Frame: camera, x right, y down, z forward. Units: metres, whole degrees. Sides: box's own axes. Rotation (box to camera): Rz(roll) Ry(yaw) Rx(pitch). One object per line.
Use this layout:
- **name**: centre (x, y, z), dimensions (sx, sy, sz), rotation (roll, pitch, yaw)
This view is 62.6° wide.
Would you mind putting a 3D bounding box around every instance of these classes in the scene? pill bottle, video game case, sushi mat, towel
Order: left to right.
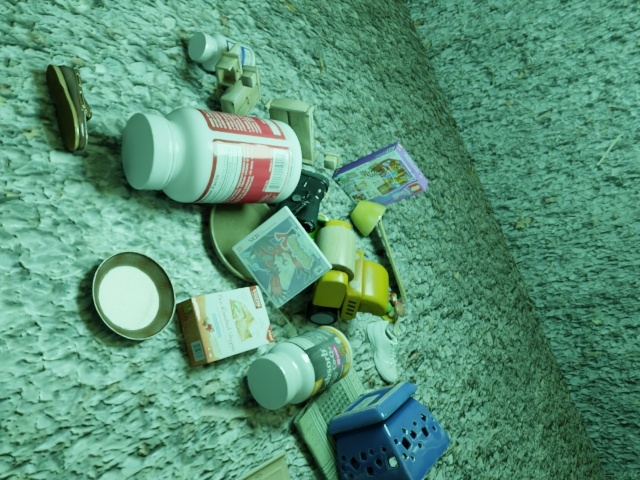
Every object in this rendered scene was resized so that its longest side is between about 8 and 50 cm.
- **pill bottle**: centre (-0.265, -0.208, 1.321), dimensions (0.407, 0.229, 0.229), rotation (-2, 73, -43)
- **pill bottle**: centre (-0.301, -0.561, 1.596), dimensions (0.186, 0.112, 0.112), rotation (2, 69, -52)
- **video game case**: centre (-0.101, 0.044, 1.371), dimensions (0.201, 0.183, 0.023), rotation (53, 8, -2)
- **pill bottle**: centre (-0.049, 0.331, 1.381), dimensions (0.278, 0.162, 0.162), rotation (-11, 80, -54)
- **towel**: centre (0.068, 0.555, 1.518), dimensions (0.312, 0.056, 0.324), rotation (-35, 102, -51)
- **sushi mat**: centre (0.270, 0.067, 1.996), dimensions (0.151, 0.019, 0.317), rotation (-43, 114, -79)

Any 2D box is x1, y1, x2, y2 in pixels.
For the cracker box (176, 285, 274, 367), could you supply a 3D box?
- **cracker box**: centre (-0.229, 0.205, 1.299), dimensions (0.232, 0.067, 0.156), rotation (-6, 76, -54)

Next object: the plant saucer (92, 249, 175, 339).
- **plant saucer**: centre (-0.407, 0.121, 1.140), dimensions (0.198, 0.036, 0.199), rotation (29, 50, -40)

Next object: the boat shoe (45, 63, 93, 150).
- **boat shoe**: centre (-0.542, -0.295, 1.164), dimensions (0.073, 0.073, 0.207), rotation (-6, 76, -52)

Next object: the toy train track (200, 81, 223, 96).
- **toy train track**: centre (-0.325, -0.465, 1.594), dimensions (0.083, 0.014, 0.048), rotation (7, 66, -50)

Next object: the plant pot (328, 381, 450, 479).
- **plant pot**: centre (0.173, 0.529, 1.433), dimensions (0.236, 0.236, 0.212), rotation (-17, 80, -52)

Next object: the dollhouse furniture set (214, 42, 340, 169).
- **dollhouse furniture set**: centre (-0.094, -0.404, 1.545), dimensions (0.303, 0.355, 0.174), rotation (88, 21, -52)

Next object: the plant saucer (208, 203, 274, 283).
- **plant saucer**: centre (-0.207, -0.009, 1.472), dimensions (0.278, 0.041, 0.278), rotation (28, 51, -41)

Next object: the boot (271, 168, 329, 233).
- **boot**: centre (-0.109, -0.127, 1.530), dimensions (0.246, 0.094, 0.207), rotation (16, 49, 6)

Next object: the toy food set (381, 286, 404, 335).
- **toy food set**: centre (0.261, 0.225, 1.924), dimensions (0.218, 0.071, 0.128), rotation (54, 37, -17)

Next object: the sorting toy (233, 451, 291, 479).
- **sorting toy**: centre (-0.128, 0.629, 1.225), dimensions (0.193, 0.038, 0.208), rotation (-6, 80, -54)

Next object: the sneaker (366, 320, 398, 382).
- **sneaker**: centre (0.230, 0.374, 1.780), dimensions (0.080, 0.094, 0.212), rotation (-12, 82, -56)

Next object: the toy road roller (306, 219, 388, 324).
- **toy road roller**: centre (0.093, 0.110, 1.547), dimensions (0.240, 0.329, 0.203), rotation (6, 55, -2)

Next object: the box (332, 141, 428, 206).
- **box**: centre (0.215, -0.222, 1.921), dimensions (0.201, 0.293, 0.057), rotation (48, 45, -26)

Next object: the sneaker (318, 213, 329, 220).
- **sneaker**: centre (0.020, -0.001, 1.761), dimensions (0.067, 0.064, 0.175), rotation (-33, 93, -34)

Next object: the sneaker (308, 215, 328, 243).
- **sneaker**: centre (0.000, 0.000, 1.647), dimensions (0.295, 0.123, 0.109), rotation (37, 76, -28)

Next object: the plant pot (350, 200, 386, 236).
- **plant pot**: centre (0.167, -0.094, 1.949), dimensions (0.095, 0.134, 0.134), rotation (35, 40, 0)
